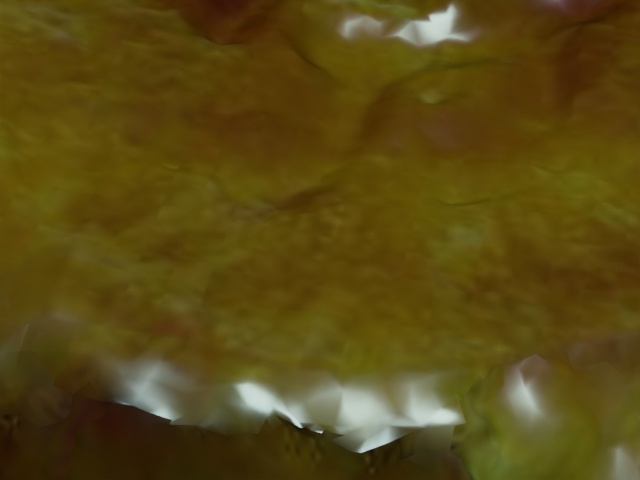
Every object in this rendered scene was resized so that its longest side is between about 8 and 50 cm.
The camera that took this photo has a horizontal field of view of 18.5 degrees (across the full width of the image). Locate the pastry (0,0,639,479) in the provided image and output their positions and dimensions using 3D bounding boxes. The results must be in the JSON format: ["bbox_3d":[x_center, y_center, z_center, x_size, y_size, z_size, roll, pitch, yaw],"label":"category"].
[{"bbox_3d":[0.000,0.000,0.570,0.356,0.163,0.356,1,42,0],"label":"pastry"}]
